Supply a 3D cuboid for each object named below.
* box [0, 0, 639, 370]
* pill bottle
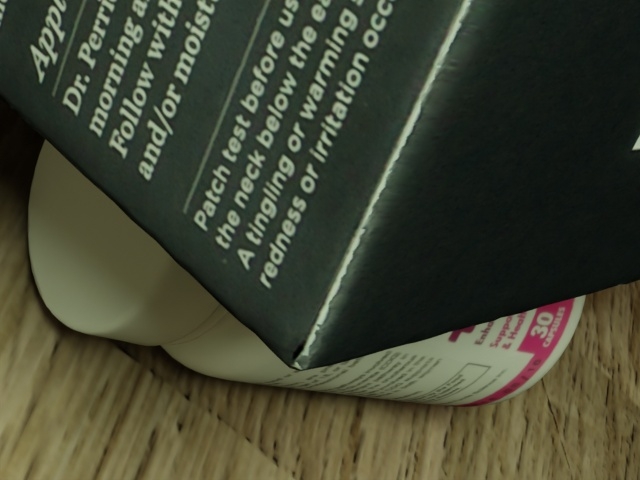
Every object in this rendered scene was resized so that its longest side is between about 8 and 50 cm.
[{"bbox_3d":[0.039,-0.224,0.653,0.472,0.297,0.480,42,30,29],"label":"box"},{"bbox_3d":[0.000,0.000,0.738,0.283,0.160,0.160,12,60,-43],"label":"pill bottle"}]
